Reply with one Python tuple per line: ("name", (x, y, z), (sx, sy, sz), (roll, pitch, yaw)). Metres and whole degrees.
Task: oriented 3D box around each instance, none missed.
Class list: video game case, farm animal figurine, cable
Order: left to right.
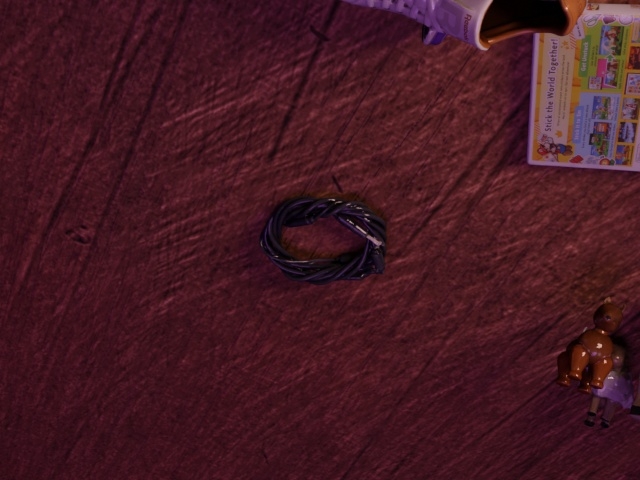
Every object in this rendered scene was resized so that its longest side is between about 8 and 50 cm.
("cable", (0.000, 0.000, 1.501), (0.184, 0.047, 0.151), (3, 137, 14))
("video game case", (0.343, -0.169, 1.231), (0.206, 0.026, 0.227), (5, 138, 12))
("farm animal figurine", (0.498, 0.163, 1.441), (0.330, 0.172, 0.327), (11, 159, 25))

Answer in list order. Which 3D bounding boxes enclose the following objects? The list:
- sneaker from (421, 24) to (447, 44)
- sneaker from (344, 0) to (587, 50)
("sneaker", (0.169, -0.261, 1.154), (0.071, 0.068, 0.170), (27, 137, -21))
("sneaker", (0.113, -0.251, 1.048), (0.290, 0.123, 0.106), (5, 140, 13))
